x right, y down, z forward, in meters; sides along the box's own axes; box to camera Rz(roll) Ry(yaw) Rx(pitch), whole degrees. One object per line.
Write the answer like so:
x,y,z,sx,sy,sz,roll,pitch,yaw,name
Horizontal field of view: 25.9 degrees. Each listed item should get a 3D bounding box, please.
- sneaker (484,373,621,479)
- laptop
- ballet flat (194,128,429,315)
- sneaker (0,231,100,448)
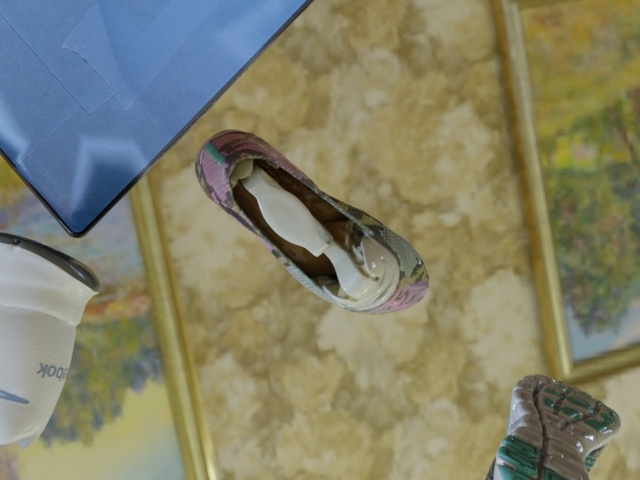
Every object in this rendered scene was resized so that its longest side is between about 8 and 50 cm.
0.117,0.129,0.762,0.065,0.076,0.166,27,-157,14,sneaker
-0.167,-0.273,0.799,0.236,0.382,0.408,-39,171,-20,laptop
0.000,0.000,1.026,0.077,0.221,0.079,-48,-155,7,ballet flat
-0.283,0.048,0.829,0.297,0.129,0.111,7,171,16,sneaker
